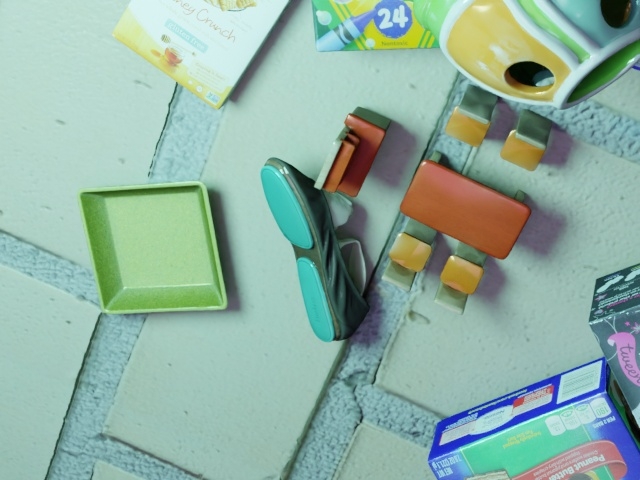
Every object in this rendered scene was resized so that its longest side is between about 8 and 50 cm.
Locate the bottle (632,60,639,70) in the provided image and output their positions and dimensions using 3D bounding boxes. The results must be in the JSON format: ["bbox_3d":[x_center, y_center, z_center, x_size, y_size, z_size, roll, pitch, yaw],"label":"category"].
[{"bbox_3d":[0.366,-0.264,1.778,0.283,0.092,0.118,18,110,7],"label":"bottle"}]

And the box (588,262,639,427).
[{"bbox_3d":[0.460,0.154,1.899,0.163,0.142,0.247,-22,104,21],"label":"box"}]

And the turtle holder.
[{"bbox_3d":[0.261,-0.274,1.645,0.227,0.320,0.243,52,127,15],"label":"turtle holder"}]

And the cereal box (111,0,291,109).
[{"bbox_3d":[-0.135,-0.310,1.914,0.173,0.047,0.240,35,116,0],"label":"cereal box"}]

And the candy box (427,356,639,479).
[{"bbox_3d":[0.335,0.353,2.025,0.268,0.122,0.317,-25,105,22],"label":"candy box"}]

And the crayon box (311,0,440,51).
[{"bbox_3d":[0.085,-0.392,1.805,0.203,0.083,0.323,0,111,15],"label":"crayon box"}]

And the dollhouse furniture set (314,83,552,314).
[{"bbox_3d":[0.133,-0.062,1.894,0.259,0.135,0.262,25,116,2],"label":"dollhouse furniture set"}]

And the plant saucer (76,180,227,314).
[{"bbox_3d":[-0.224,0.004,2.069,0.188,0.045,0.188,-3,112,16],"label":"plant saucer"}]

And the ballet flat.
[{"bbox_3d":[0.000,0.000,1.986,0.095,0.096,0.280,22,136,50],"label":"ballet flat"}]
